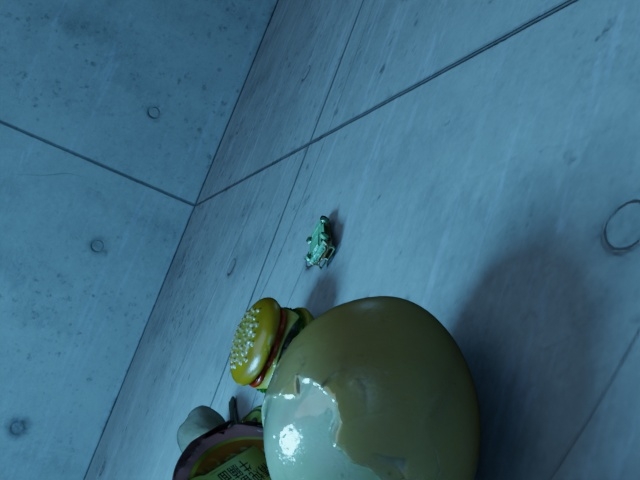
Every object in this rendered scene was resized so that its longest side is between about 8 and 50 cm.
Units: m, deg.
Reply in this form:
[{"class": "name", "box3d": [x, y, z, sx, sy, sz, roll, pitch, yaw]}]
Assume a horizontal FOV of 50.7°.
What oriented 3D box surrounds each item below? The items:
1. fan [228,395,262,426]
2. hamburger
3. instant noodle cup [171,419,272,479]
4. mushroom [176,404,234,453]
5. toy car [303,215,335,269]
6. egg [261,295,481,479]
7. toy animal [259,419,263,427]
[{"class": "fan", "box3d": [-0.146, 0.374, 1.177, 0.230, 0.011, 0.335, -62, 19, 13]}, {"class": "hamburger", "box3d": [-0.077, 0.171, 1.075, 0.162, 0.115, 0.162, -52, 25, 37]}, {"class": "instant noodle cup", "box3d": [-0.086, 0.371, 0.734, 0.244, 0.244, 0.255, -105, 36, -62]}, {"class": "mushroom", "box3d": [-0.194, 0.352, 1.184, 0.097, 0.088, 0.212, -40, 15, -25]}, {"class": "toy car", "box3d": [0.000, 0.000, 1.196, 0.059, 0.035, 0.122, -58, 12, 23]}, {"class": "egg", "box3d": [0.050, 0.158, 0.629, 0.201, 0.201, 0.244, -47, 13, 44]}, {"class": "toy animal", "box3d": [-0.086, 0.348, 0.929, 0.186, 0.093, 0.214, -67, 9, -29]}]
